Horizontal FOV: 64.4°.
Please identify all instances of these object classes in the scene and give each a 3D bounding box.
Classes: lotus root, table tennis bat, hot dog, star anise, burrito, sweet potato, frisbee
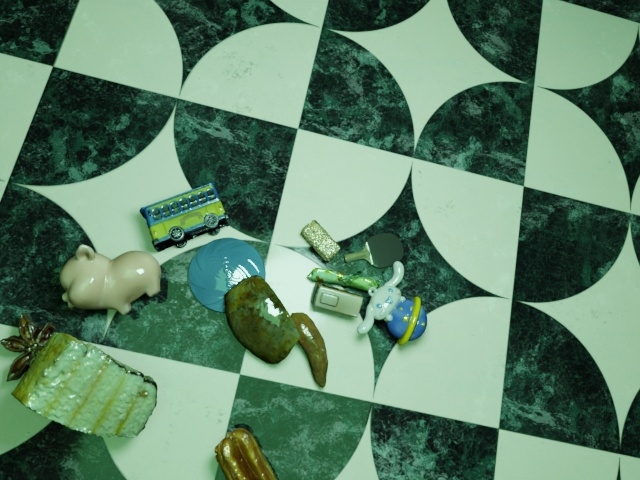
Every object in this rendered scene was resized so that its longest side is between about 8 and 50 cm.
[{"bbox_3d":[-0.212,0.284,1.811,0.210,0.142,0.314,-42,93,-16],"label":"lotus root"},{"bbox_3d":[0.212,0.048,2.011,0.246,0.022,0.138,-13,79,-12],"label":"table tennis bat"},{"bbox_3d":[-0.238,0.806,1.710,0.158,0.117,0.349,-28,89,-41],"label":"hot dog"},{"bbox_3d":[-0.978,0.377,1.723,0.214,0.099,0.220,18,79,11],"label":"star anise"},{"bbox_3d":[0.096,0.143,1.926,0.287,0.104,0.054,12,65,-6],"label":"burrito"},{"bbox_3d":[-0.029,0.390,1.854,0.097,0.097,0.292,-23,81,-13],"label":"sweet potato"},{"bbox_3d":[-0.348,0.124,1.895,0.289,0.049,0.290,2,76,-8],"label":"frisbee"}]

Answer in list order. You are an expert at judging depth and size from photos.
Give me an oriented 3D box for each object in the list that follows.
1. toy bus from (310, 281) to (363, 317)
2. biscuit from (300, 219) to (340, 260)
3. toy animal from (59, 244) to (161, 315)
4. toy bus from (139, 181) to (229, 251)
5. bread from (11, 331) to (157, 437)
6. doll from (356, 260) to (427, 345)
[{"bbox_3d":[0.060,0.222,1.893,0.181,0.103,0.091,16,92,-4],"label":"toy bus"},{"bbox_3d":[0.000,0.000,1.966,0.082,0.070,0.168,-41,83,-19],"label":"biscuit"},{"bbox_3d":[-0.727,0.132,1.763,0.326,0.237,0.269,-31,92,-19],"label":"toy animal"},{"bbox_3d":[-0.497,-0.084,1.879,0.287,0.138,0.175,-22,81,-13],"label":"toy bus"},{"bbox_3d":[-0.752,0.468,1.641,0.395,0.263,0.239,42,65,-36],"label":"bread"},{"bbox_3d":[0.292,0.244,1.915,0.242,0.160,0.311,15,73,10],"label":"doll"}]
